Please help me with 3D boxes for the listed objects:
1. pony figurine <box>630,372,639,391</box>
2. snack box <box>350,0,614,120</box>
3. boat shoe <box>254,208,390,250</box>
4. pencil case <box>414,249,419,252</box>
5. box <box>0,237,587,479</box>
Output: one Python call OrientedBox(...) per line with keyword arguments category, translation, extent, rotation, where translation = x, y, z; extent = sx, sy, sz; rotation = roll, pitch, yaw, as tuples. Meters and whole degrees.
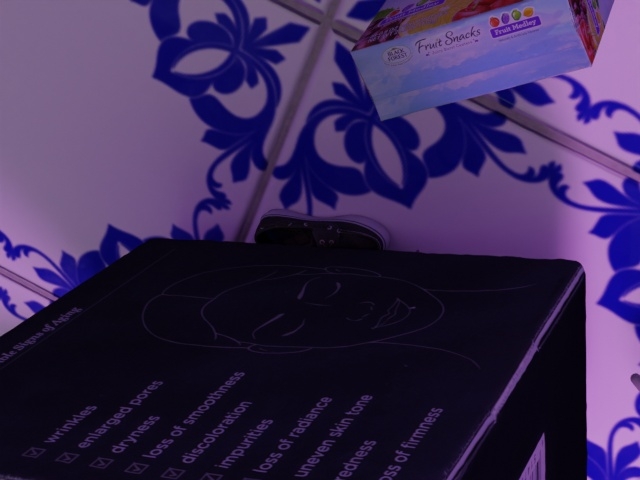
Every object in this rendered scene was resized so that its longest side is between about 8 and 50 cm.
OrientedBox(category="pony figurine", translation=(0.451, 0.282, 1.112), extent=(0.350, 0.363, 0.303), rotation=(23, 122, -13))
OrientedBox(category="snack box", translation=(0.138, -0.187, 0.969), extent=(0.174, 0.207, 0.070), rotation=(-12, 117, 28))
OrientedBox(category="boat shoe", translation=(0.000, 0.000, 1.260), extent=(0.142, 0.040, 0.049), rotation=(7, 124, 19))
OrientedBox(category="pencil case", translation=(0.052, 0.063, 1.266), extent=(0.151, 0.064, 0.070), rotation=(-21, 103, 32))
OrientedBox(category="box", translation=(-0.053, 0.216, 1.057), extent=(0.471, 0.480, 0.298), rotation=(5, 112, 24))
